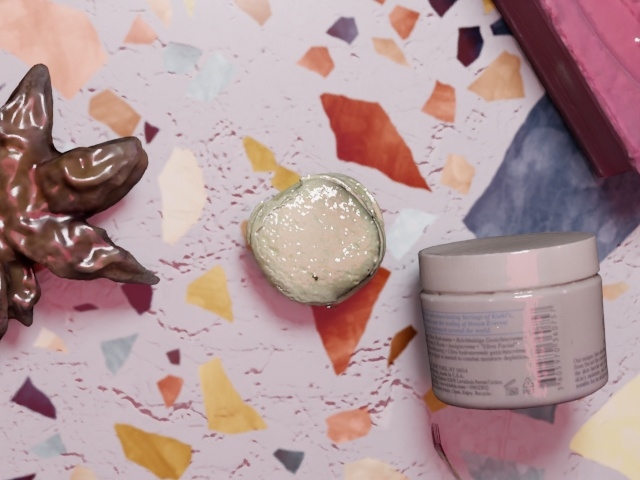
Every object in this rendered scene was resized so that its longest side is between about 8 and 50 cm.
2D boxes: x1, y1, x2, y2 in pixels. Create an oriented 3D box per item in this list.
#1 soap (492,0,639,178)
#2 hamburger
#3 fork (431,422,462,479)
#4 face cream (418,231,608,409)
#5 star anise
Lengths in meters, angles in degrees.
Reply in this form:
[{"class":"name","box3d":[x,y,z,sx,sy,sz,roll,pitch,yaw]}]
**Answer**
[{"class":"soap","box3d":[0.308,-0.269,1.145,0.233,0.128,0.359,-34,98,-6]},{"class":"hamburger","box3d":[0.000,0.000,1.124,0.140,0.062,0.133,-21,95,-8]},{"class":"fork","box3d":[0.143,0.245,1.184,0.012,0.016,0.115,-30,99,-17]},{"class":"face cream","box3d":[0.190,0.076,1.105,0.177,0.177,0.152,-8,96,-11]},{"class":"star anise","box3d":[-0.301,-0.009,1.039,0.315,0.108,0.315,1,84,-12]}]
